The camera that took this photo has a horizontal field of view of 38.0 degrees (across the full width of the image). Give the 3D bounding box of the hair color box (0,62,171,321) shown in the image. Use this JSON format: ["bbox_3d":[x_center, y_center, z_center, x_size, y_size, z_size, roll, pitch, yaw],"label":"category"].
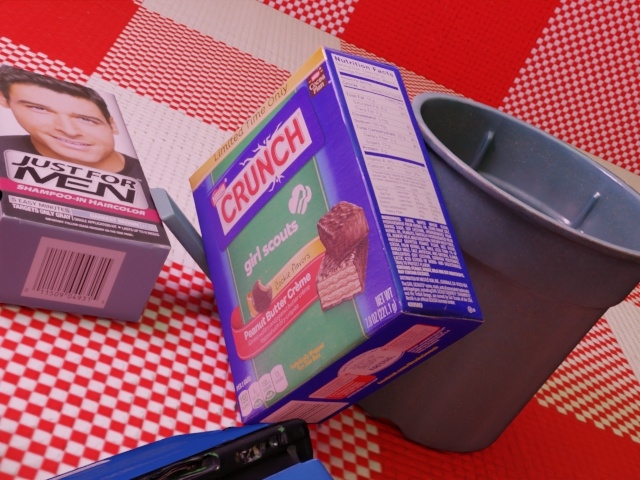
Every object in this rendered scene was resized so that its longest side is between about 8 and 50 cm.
[{"bbox_3d":[-0.319,-0.071,1.111,0.185,0.114,0.374,12,28,-31],"label":"hair color box"}]

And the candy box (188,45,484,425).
[{"bbox_3d":[0.000,0.000,0.993,0.122,0.268,0.317,11,53,-39],"label":"candy box"}]

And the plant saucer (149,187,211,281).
[{"bbox_3d":[-0.141,0.015,1.105,0.192,0.018,0.067,59,0,-42],"label":"plant saucer"}]

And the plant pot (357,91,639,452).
[{"bbox_3d":[0.185,0.050,1.123,0.341,0.334,0.341,23,25,-11],"label":"plant pot"}]

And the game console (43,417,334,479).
[{"bbox_3d":[-0.115,0.254,0.699,0.293,0.250,0.174,-8,84,-52],"label":"game console"}]

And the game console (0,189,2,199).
[{"bbox_3d":[-0.399,-0.046,0.804,0.361,0.044,0.213,0,-18,38],"label":"game console"}]
